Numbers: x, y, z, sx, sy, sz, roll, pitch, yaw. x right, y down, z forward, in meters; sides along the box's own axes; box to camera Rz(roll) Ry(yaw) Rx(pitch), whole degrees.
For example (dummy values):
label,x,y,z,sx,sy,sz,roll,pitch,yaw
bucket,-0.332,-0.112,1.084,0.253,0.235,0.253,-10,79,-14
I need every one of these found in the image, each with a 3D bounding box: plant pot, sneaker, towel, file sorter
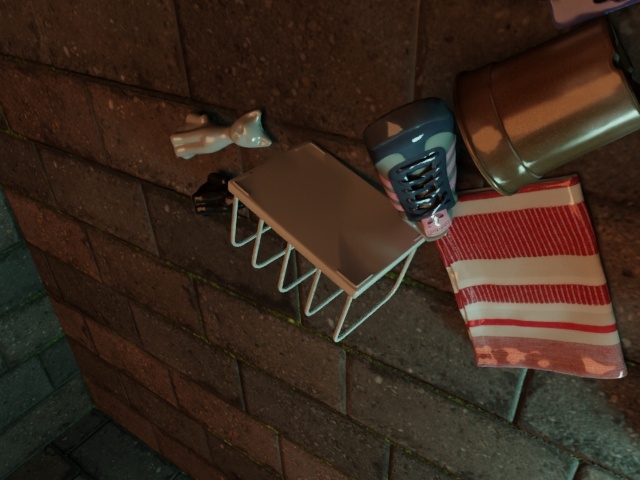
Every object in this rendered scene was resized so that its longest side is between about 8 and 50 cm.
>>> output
label,x,y,z,sx,sy,sz,roll,pitch,yaw
plant pot,0.267,-0.158,0.599,0.165,0.167,0.167,-23,103,39
sneaker,0.136,-0.076,0.664,0.112,0.319,0.131,-21,79,13
towel,0.312,0.069,0.805,0.237,0.037,0.329,-6,114,42
file sorter,0.000,0.000,0.887,0.277,0.192,0.173,40,141,21

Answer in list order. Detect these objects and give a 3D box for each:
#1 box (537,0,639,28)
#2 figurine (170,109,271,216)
label,x,y,z,sx,sy,sz,roll,pitch,yaw
box,0.260,-0.332,0.495,0.136,0.036,0.225,-8,115,43
figurine,-0.172,-0.153,1.034,0.209,0.092,0.215,1,119,31
